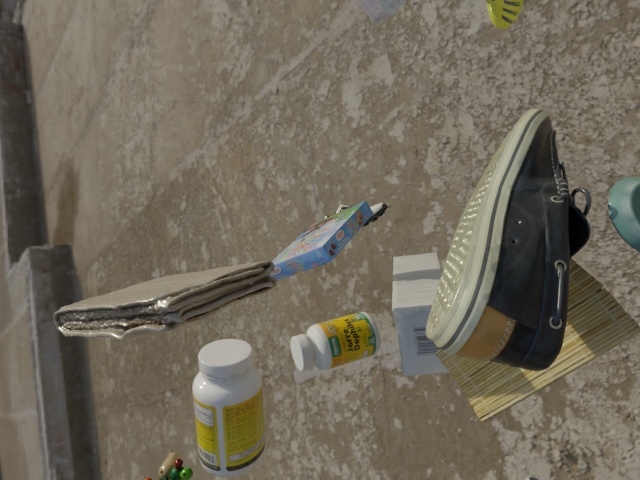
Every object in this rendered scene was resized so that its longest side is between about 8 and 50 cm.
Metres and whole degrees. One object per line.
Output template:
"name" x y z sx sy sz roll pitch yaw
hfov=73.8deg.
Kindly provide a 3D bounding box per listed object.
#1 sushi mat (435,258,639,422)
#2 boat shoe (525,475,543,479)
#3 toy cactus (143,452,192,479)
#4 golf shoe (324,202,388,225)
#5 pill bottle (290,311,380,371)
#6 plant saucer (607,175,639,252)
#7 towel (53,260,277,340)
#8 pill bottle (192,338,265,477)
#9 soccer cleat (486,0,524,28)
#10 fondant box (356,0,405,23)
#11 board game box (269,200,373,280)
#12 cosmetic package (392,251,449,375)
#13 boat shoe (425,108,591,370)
"sushi mat" 0.355 0.177 0.742 0.316 0.019 0.151 -48 54 29
"boat shoe" 0.244 0.264 0.352 0.226 0.083 0.075 -19 55 67
"toy cactus" -0.415 0.628 1.104 0.219 0.112 0.180 -50 13 10
"golf shoe" 0.097 -0.074 1.241 0.198 0.077 0.093 -28 82 19
"pill bottle" 0.036 0.260 1.083 0.118 0.209 0.117 170 90 -67
"plant saucer" 0.451 -0.037 0.578 0.021 0.120 0.119 122 135 -70
"towel" -0.211 0.081 0.582 0.283 0.187 0.048 -10 95 38
"pill bottle" -0.251 0.453 1.177 0.188 0.188 0.333 17 113 45
"soccer cleat" 0.409 -0.578 0.976 0.121 0.289 0.093 -46 71 3
"fondant box" 0.093 -0.632 0.802 0.238 0.330 0.096 -47 20 5
"board game box" 0.000 0.000 0.874 0.160 0.211 0.039 -22 106 37
"cosmetic package" 0.303 0.199 1.274 0.157 0.385 0.217 -8 105 11
"boat shoe" 0.305 -0.023 0.650 0.156 0.500 0.186 24 142 9
